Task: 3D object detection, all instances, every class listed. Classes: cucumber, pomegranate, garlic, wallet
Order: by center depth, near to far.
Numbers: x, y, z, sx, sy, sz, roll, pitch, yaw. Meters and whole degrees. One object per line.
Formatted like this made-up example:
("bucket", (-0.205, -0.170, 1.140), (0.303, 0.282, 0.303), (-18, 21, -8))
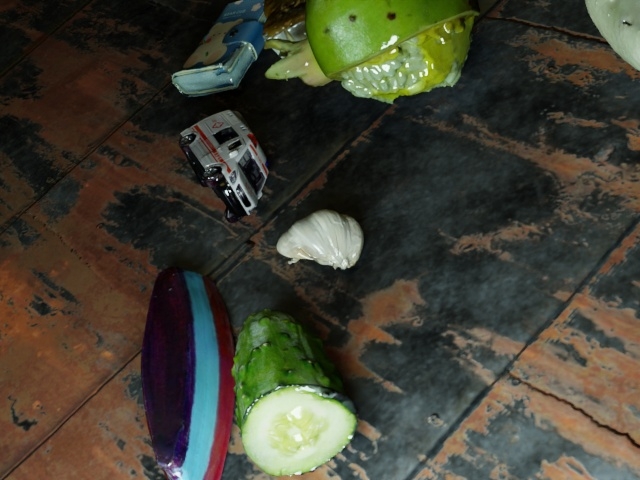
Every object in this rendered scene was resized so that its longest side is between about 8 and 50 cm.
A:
("cucumber", (-0.048, 0.152, 1.373), (0.134, 0.134, 0.244), (-31, 33, 3))
("garlic", (0.001, -0.001, 1.538), (0.113, 0.074, 0.094), (-23, 26, -12))
("pomegranate", (0.071, -0.311, 1.703), (0.341, 0.260, 0.260), (-17, 40, 23))
("wallet", (-0.155, -0.332, 2.023), (0.141, 0.059, 0.202), (-4, 43, 41))

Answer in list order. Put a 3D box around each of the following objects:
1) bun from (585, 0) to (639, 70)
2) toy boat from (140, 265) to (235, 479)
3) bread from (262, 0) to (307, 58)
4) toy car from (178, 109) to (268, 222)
("bun", (0.466, -0.331, 1.477), (0.273, 0.168, 0.273), (-13, 56, 20))
("toy boat", (-0.173, 0.173, 1.475), (0.136, 0.079, 0.392), (-26, 35, 11))
("bread", (0.008, -0.384, 1.924), (0.210, 0.110, 0.192), (-21, 38, 14))
("toy car", (-0.129, -0.113, 1.741), (0.108, 0.089, 0.209), (-30, 34, -5))
